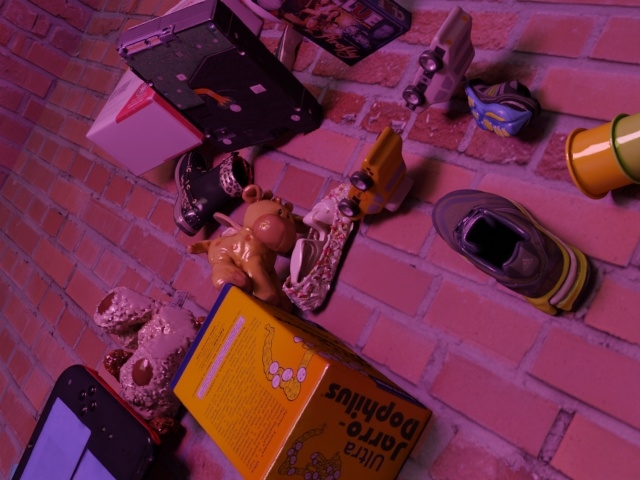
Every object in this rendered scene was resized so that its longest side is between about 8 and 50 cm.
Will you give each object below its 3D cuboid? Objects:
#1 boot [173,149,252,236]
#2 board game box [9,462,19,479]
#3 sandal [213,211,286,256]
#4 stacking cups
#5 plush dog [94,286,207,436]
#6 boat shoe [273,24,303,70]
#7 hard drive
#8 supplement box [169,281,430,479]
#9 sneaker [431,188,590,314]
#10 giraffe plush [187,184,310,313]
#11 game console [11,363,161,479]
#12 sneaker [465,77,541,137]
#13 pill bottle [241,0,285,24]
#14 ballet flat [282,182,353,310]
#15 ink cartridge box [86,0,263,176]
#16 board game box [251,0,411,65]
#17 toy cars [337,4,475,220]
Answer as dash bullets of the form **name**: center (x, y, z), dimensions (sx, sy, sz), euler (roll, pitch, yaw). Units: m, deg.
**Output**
- **boot**: center (-0.218, -0.134, 2.193), dimensions (0.178, 0.085, 0.236), euler (-34, 36, 27)
- **board game box**: center (-0.570, 0.598, 2.128), dimensions (0.254, 0.079, 0.336), euler (-27, 45, 42)
- **sandal**: center (-0.151, 0.011, 1.966), dimensions (0.240, 0.088, 0.079), euler (18, 76, 54)
- **stacking cups**: center (0.439, -0.127, 1.215), dimensions (0.316, 0.096, 0.096), euler (-16, 53, 46)
- **plush dog**: center (-0.302, 0.235, 1.953), dimensions (0.262, 0.210, 0.225), euler (51, 129, 39)
- **boat shoe**: center (-0.070, -0.415, 2.218), dimensions (0.042, 0.049, 0.133), euler (2, 72, 48)
- **hard drive**: center (-0.184, -0.299, 1.968), dimensions (0.237, 0.339, 0.064), euler (-12, 55, 33)
- **supplement box**: center (-0.042, 0.228, 1.532), dimensions (0.195, 0.194, 0.356), euler (-61, 31, 2)
- **sneaker**: center (0.227, -0.010, 1.393), dimensions (0.111, 0.121, 0.300), euler (-59, 31, 4)
- **giraffe plush**: center (-0.101, 0.009, 1.806), dimensions (0.170, 0.181, 0.210), euler (-51, 54, 8)
- **game console**: center (-0.452, 0.451, 1.924), dimensions (0.342, 0.060, 0.387), euler (31, 98, 50)
- **sneaker**: center (0.268, -0.200, 1.552), dimensions (0.078, 0.067, 0.188), euler (-25, 23, -5)
- **pill bottle**: center (-0.123, -0.618, 2.253), dimensions (0.229, 0.229, 0.408), euler (-55, 32, 10)
- **ballet flat**: center (0.000, 0.000, 1.763), dimensions (0.091, 0.077, 0.241), euler (-9, 58, 52)
- **ink cartridge box**: center (-0.324, -0.367, 2.388), dimensions (0.279, 0.160, 0.385), euler (-20, 40, 47)
- **board game box**: center (0.020, -0.420, 1.901), dimensions (0.165, 0.243, 0.042), euler (-25, 47, 45)
- **toy cars**: center (0.146, -0.175, 1.638), dimensions (0.394, 0.087, 0.176), euler (-60, -4, 22)
